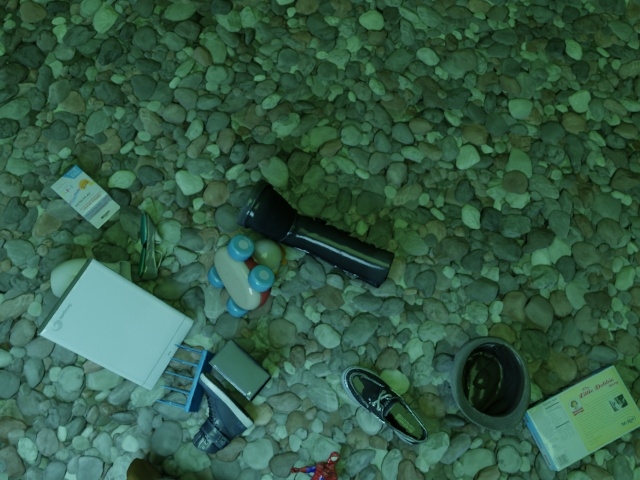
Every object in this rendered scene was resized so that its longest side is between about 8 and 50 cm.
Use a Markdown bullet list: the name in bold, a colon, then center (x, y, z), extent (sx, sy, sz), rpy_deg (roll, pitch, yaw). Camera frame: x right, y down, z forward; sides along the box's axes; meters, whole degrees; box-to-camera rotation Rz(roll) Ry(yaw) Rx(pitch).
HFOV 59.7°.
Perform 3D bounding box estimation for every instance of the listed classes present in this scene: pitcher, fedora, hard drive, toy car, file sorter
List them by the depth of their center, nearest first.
- **hard drive**: center (-0.554, 0.237, 1.549), extent (0.353, 0.047, 0.233), rpy_deg (40, 72, -32)
- **file sorter**: center (-0.383, 0.390, 1.589), extent (0.104, 0.118, 0.171), rpy_deg (14, 73, 6)
- **pitcher**: center (-0.671, 0.108, 1.617), extent (0.206, 0.178, 0.126), rpy_deg (-6, 83, -7)
- **fedora**: center (0.484, 0.422, 1.640), extent (0.243, 0.124, 0.276), rpy_deg (16, 65, -2)
- **toy car**: center (-0.179, 0.078, 1.681), extent (0.237, 0.219, 0.210), rpy_deg (-26, 76, -40)

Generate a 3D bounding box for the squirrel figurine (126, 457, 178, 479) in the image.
- **squirrel figurine**: center (-0.412, 0.797, 1.336), extent (0.280, 0.397, 0.371), rpy_deg (21, 86, -8)

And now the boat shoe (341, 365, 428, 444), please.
- **boat shoe**: center (0.187, 0.475, 1.614), extent (0.301, 0.102, 0.108), rpy_deg (44, 76, 8)

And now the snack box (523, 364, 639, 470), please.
- **snack box**: center (0.784, 0.526, 1.667), extent (0.321, 0.060, 0.187), rpy_deg (-23, 77, -10)

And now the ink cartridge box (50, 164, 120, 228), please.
- **ink cartridge box**: center (-0.732, -0.136, 1.743), extent (0.181, 0.061, 0.104), rpy_deg (40, 75, 7)

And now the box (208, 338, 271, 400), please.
- **box**: center (-0.225, 0.370, 1.585), extent (0.156, 0.158, 0.093), rpy_deg (41, 75, 7)

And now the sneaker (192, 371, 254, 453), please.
- **sneaker**: center (-0.308, 0.487, 1.546), extent (0.163, 0.086, 0.226), rpy_deg (-38, 113, -10)

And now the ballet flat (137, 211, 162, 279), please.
- **ballet flat**: center (-0.523, 0.019, 1.721), extent (0.068, 0.072, 0.214), rpy_deg (8, 72, -31)

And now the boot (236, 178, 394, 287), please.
- **boot**: center (0.000, 0.000, 1.613), extent (0.444, 0.367, 0.146), rpy_deg (29, 91, 4)

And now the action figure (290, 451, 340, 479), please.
- **action figure**: center (-0.053, 0.682, 1.521), extent (0.280, 0.091, 0.139), rpy_deg (-48, 126, -17)
